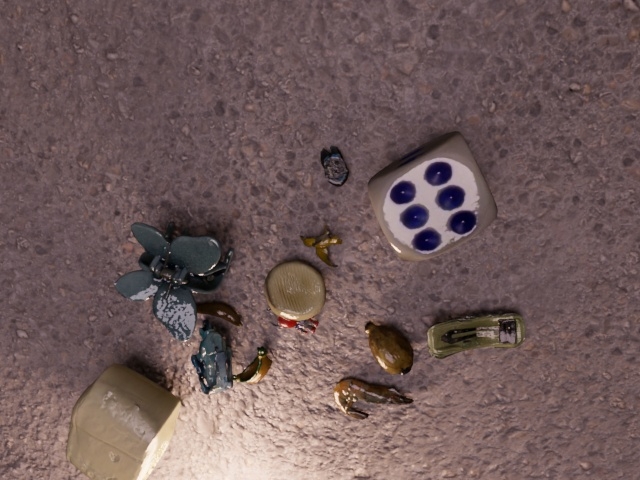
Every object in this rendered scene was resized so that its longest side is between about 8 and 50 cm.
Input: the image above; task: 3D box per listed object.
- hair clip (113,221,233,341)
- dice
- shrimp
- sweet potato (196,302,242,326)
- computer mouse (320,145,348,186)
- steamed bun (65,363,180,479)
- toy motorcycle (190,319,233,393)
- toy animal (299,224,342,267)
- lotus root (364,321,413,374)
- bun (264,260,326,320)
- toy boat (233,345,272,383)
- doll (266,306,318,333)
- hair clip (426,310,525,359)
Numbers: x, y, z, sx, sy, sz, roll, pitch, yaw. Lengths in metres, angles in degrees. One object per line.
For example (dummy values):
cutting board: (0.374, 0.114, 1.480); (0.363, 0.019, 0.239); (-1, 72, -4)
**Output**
hair clip: (-0.487, 0.086, 1.701); (0.318, 0.238, 0.393); (22, 109, 4)
dice: (0.323, -0.128, 1.451); (0.304, 0.304, 0.277); (-26, 101, 17)
shrimp: (0.190, 0.602, 1.835); (0.295, 0.058, 0.169); (10, 115, 11)
sweet potato: (-0.395, 0.256, 1.834); (0.249, 0.059, 0.069); (13, 121, 11)
computer mouse: (0.045, -0.238, 1.606); (0.079, 0.047, 0.135); (-21, 91, 4)
steamed bun: (-0.755, 0.713, 1.920); (0.371, 0.290, 0.456); (32, 107, 6)
toy motorcycle: (-0.392, 0.437, 1.824); (0.154, 0.206, 0.260); (-9, 108, -25)
toy animal: (0.000, 0.000, 1.673); (0.095, 0.155, 0.219); (-45, 139, -5)
lotus root: (0.233, 0.367, 1.711); (0.214, 0.138, 0.138); (45, 109, 4)
bun: (-0.085, 0.175, 1.722); (0.222, 0.127, 0.223); (-1, 77, 6)
toy boat: (-0.248, 0.468, 1.845); (0.088, 0.089, 0.229); (28, 124, -23)
doll: (-0.103, 0.277, 1.785); (0.194, 0.062, 0.104); (21, 121, -4)
hair clip: (0.512, 0.307, 1.667); (0.320, 0.091, 0.139); (-7, 97, 0)
